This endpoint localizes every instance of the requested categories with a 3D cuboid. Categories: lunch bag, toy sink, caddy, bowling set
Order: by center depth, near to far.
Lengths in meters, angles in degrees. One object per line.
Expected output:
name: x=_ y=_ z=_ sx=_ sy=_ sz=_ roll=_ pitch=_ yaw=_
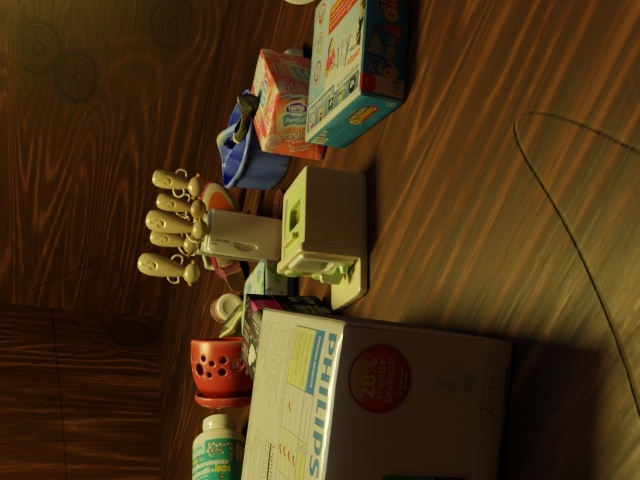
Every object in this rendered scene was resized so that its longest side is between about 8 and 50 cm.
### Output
toy sink: x=0.000 y=0.000 z=1.373 sx=0.153 sy=0.131 sz=0.234 roll=136 pitch=138 yaw=-64
lunch bag: x=-0.131 y=0.156 z=1.781 sx=0.219 sy=0.090 sz=0.176 roll=129 pitch=145 yaw=-59
bowling set: x=-0.349 y=-0.048 z=1.856 sx=0.200 sy=0.154 sz=0.287 roll=-79 pitch=1 yaw=-78
caddy: x=-0.196 y=-0.272 z=2.017 sx=0.341 sy=0.179 sz=0.241 roll=148 pitch=127 yaw=-67

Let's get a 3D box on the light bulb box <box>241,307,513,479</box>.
light bulb box: x=0.048 y=0.281 z=0.956 sx=0.361 sy=0.225 sz=0.357 roll=173 pitch=105 yaw=-71

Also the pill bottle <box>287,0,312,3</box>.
pill bottle: x=-0.073 y=-0.708 z=1.801 sx=0.334 sy=0.188 sz=0.187 roll=-106 pitch=29 yaw=-52

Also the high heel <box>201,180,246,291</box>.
high heel: x=-0.311 y=-0.032 z=2.214 sx=0.181 sy=0.127 sz=0.377 roll=-129 pitch=29 yaw=-55

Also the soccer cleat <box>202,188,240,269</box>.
soccer cleat: x=-0.340 y=-0.029 z=2.465 sx=0.331 sy=0.116 sz=0.143 roll=106 pitch=170 yaw=-48

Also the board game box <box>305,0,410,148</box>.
board game box: x=0.067 y=-0.364 z=1.393 sx=0.308 sy=0.086 sz=0.301 roll=157 pitch=119 yaw=-70

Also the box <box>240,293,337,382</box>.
box: x=-0.051 y=0.202 z=1.399 sx=0.247 sy=0.163 sz=0.142 roll=-145 pitch=61 yaw=-70

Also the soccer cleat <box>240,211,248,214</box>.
soccer cleat: x=-0.286 y=-0.043 z=2.372 sx=0.179 sy=0.072 sz=0.060 roll=124 pitch=149 yaw=-54

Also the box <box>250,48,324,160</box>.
box: x=-0.072 y=-0.325 z=1.711 sx=0.300 sy=0.142 sz=0.154 roll=-111 pitch=33 yaw=-57

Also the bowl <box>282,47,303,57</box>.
bowl: x=-0.085 y=-0.434 z=1.909 sx=0.142 sy=0.053 sz=0.142 roll=-98 pitch=21 yaw=-64

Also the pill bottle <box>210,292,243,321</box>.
pill bottle: x=-0.294 y=0.213 z=2.270 sx=0.152 sy=0.086 sz=0.086 roll=153 pitch=122 yaw=-68

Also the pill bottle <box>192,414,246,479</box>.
pill bottle: x=-0.264 y=0.598 z=1.917 sx=0.146 sy=0.146 sz=0.264 roll=116 pitch=154 yaw=-45

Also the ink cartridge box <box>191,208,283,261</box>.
ink cartridge box: x=-0.228 y=-0.008 z=1.966 sx=0.278 sy=0.201 sz=0.117 roll=176 pitch=102 yaw=-71

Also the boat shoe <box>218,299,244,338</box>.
boat shoe: x=-0.234 y=0.242 z=2.098 sx=0.223 sy=0.080 sz=0.073 roll=127 pitch=152 yaw=-48

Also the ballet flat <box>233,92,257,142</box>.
ballet flat: x=-0.190 y=-0.296 z=1.753 sx=0.173 sy=0.049 sz=0.057 roll=119 pitch=152 yaw=-55

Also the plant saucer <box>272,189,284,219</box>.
plant saucer: x=-0.110 y=-0.094 z=1.945 sx=0.083 sy=0.013 sz=0.083 roll=-173 pitch=90 yaw=-73

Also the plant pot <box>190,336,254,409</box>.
plant pot: x=-0.240 y=0.340 z=1.898 sx=0.191 sy=0.191 sz=0.174 roll=171 pitch=98 yaw=-72
